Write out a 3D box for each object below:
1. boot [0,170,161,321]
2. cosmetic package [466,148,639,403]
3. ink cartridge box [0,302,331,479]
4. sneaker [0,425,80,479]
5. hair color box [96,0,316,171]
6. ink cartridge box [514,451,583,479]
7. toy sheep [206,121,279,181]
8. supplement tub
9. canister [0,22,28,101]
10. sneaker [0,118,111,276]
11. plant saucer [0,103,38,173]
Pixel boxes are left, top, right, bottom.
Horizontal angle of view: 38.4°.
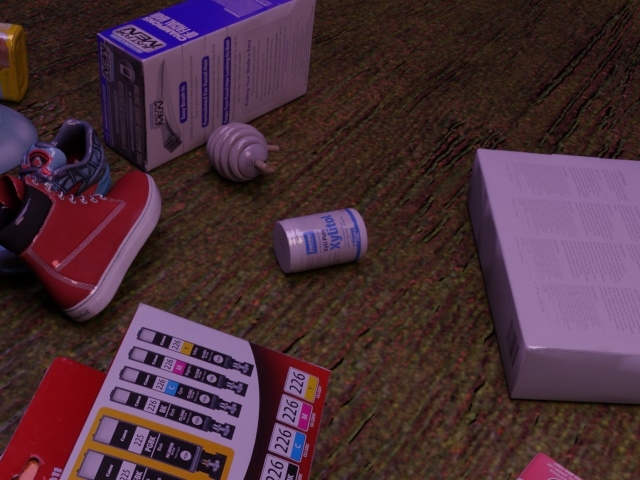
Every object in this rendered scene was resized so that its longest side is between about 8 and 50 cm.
[{"bbox_3d":[-0.292,-0.046,1.102,0.088,0.176,0.244,-23,30,29],"label":"boot"},{"bbox_3d":[0.355,0.035,1.167,0.284,0.098,0.377,2,41,-3],"label":"cosmetic package"},{"bbox_3d":[-0.157,0.221,0.812,0.271,0.130,0.310,20,41,-5],"label":"ink cartridge box"},{"bbox_3d":[-0.279,0.232,0.870,0.067,0.064,0.175,20,42,20],"label":"sneaker"},{"bbox_3d":[-0.162,-0.259,1.366,0.110,0.185,0.338,33,46,27],"label":"hair color box"},{"bbox_3d":[0.198,0.321,0.817,0.158,0.092,0.218,32,45,26],"label":"ink cartridge box"},{"bbox_3d":[-0.111,-0.123,1.293,0.091,0.091,0.132,-24,31,-31],"label":"toy sheep"},{"bbox_3d":[0.000,0.000,1.176,0.107,0.071,0.071,-11,44,-20],"label":"supplement tub"},{"bbox_3d":[-0.533,-0.276,1.378,0.169,0.126,0.073,7,40,-2],"label":"canister"},{"bbox_3d":[-0.361,-0.065,1.156,0.104,0.125,0.262,15,41,10],"label":"sneaker"},{"bbox_3d":[-0.505,-0.156,1.310,0.194,0.037,0.195,5,41,-4],"label":"plant saucer"}]
